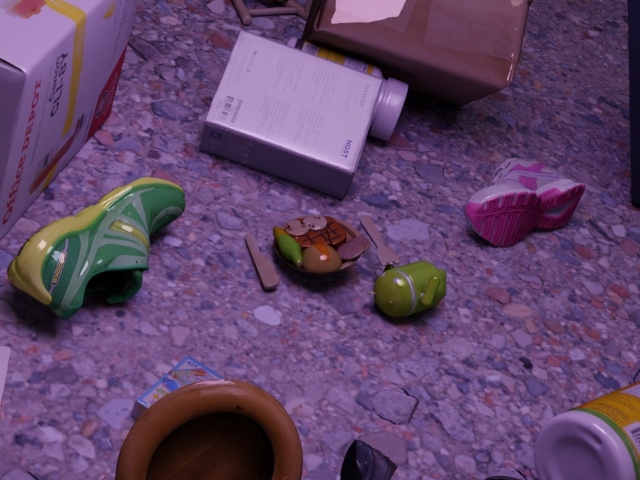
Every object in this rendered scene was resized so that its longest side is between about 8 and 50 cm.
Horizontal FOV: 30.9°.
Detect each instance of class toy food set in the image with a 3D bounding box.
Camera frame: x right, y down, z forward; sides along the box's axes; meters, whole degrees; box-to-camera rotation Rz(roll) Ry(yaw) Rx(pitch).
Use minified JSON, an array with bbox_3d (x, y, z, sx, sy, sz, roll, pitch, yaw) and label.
[{"bbox_3d":[0.000,0.000,1.569,0.192,0.038,0.132,-10,40,-17],"label":"toy food set"}]

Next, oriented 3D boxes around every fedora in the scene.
[{"bbox_3d":[-0.117,0.230,1.184,0.194,0.194,0.079,10,-3,-16],"label":"fedora"}]

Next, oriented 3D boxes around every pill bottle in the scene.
[{"bbox_3d":[0.029,-0.242,1.879,0.208,0.119,0.119,20,35,-3],"label":"pill bottle"},{"bbox_3d":[0.387,0.245,1.402,0.245,0.136,0.136,-12,47,-38],"label":"pill bottle"}]

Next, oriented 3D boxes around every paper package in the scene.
[{"bbox_3d":[0.147,-0.356,1.942,0.324,0.168,0.309,16,-2,-7],"label":"paper package"}]

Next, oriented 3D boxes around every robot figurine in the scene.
[{"bbox_3d":[0.120,0.066,1.562,0.115,0.067,0.101,-14,20,-39],"label":"robot figurine"}]

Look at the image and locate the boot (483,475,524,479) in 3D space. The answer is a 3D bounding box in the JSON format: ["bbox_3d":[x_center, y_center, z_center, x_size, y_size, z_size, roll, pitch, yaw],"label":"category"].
[{"bbox_3d":[0.177,0.382,1.170,0.280,0.096,0.264,-18,56,-37],"label":"boot"}]

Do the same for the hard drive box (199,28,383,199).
[{"bbox_3d":[-0.043,-0.189,1.740,0.232,0.089,0.181,19,62,-2],"label":"hard drive box"}]

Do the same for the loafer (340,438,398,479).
[{"bbox_3d":[0.057,0.286,1.245,0.061,0.062,0.170,20,36,-10],"label":"loafer"}]

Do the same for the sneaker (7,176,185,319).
[{"bbox_3d":[-0.259,0.015,1.427,0.123,0.109,0.295,50,37,1],"label":"sneaker"}]

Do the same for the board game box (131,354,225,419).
[{"bbox_3d":[-0.119,0.201,1.295,0.154,0.026,0.103,31,36,14],"label":"board game box"}]

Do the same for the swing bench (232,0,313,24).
[{"bbox_3d":[-0.107,-0.572,2.132,0.165,0.253,0.255,-11,47,-38],"label":"swing bench"}]

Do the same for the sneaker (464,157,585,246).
[{"bbox_3d":[0.300,-0.067,1.816,0.252,0.103,0.111,-10,41,-45],"label":"sneaker"}]

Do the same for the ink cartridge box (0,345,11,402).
[{"bbox_3d":[-0.428,0.113,1.217,0.198,0.067,0.115,11,36,-15],"label":"ink cartridge box"}]

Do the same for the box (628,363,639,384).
[{"bbox_3d":[0.593,0.214,1.592,0.290,0.087,0.169,34,37,18],"label":"box"}]

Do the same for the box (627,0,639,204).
[{"bbox_3d":[0.775,-0.290,1.877,0.480,0.472,0.297,10,20,43],"label":"box"}]

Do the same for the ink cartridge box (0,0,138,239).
[{"bbox_3d":[-0.387,-0.210,1.488,0.160,0.279,0.385,24,35,1],"label":"ink cartridge box"}]
